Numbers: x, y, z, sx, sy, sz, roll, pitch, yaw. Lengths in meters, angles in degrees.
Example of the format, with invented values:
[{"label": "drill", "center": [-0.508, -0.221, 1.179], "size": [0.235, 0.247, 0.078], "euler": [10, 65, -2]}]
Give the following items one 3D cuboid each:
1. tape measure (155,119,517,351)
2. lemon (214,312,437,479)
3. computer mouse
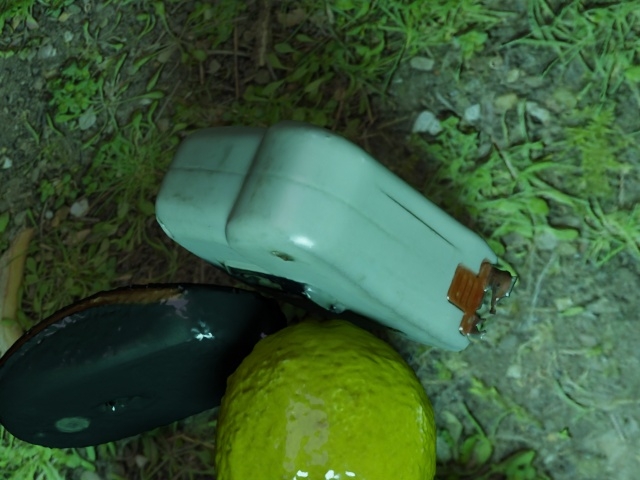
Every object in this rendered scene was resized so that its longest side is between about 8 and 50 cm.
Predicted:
[{"label": "tape measure", "center": [0.000, 0.000, 0.896], "size": [0.265, 0.258, 0.130], "euler": [7, 72, 46]}, {"label": "lemon", "center": [0.004, 0.174, 0.848], "size": [0.192, 0.192, 0.231], "euler": [-7, 67, 23]}, {"label": "computer mouse", "center": [-0.184, 0.111, 0.972], "size": [0.323, 0.183, 0.116], "euler": [-20, 60, 16]}]
